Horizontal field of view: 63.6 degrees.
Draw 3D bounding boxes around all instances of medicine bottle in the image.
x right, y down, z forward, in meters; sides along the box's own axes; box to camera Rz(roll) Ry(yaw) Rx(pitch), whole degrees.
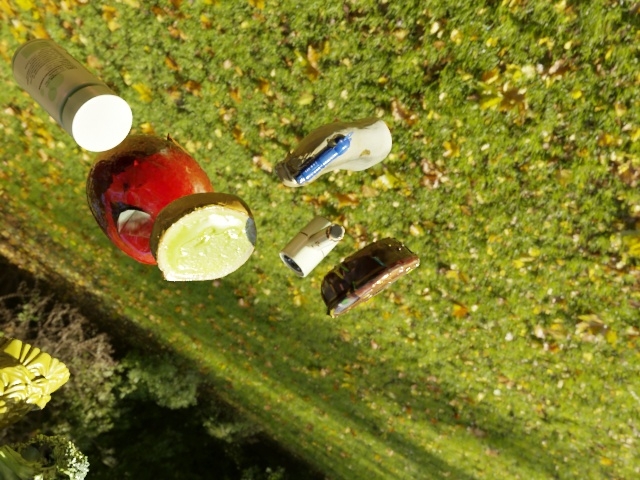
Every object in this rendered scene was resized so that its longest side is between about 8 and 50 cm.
[{"bbox_3d":[-0.352,-0.207,0.726,0.183,0.086,0.086,39,155,24],"label":"medicine bottle"}]

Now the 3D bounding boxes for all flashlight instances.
[{"bbox_3d":[0.004,-0.139,0.847,0.035,0.121,0.057,51,176,3],"label":"flashlight"}]

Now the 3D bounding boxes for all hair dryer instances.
[{"bbox_3d":[0.000,0.000,1.717,0.128,0.203,0.362,47,161,-6],"label":"hair dryer"}]

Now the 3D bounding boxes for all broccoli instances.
[{"bbox_3d":[-0.542,0.452,0.951,0.176,0.198,0.226,30,130,-8],"label":"broccoli"}]

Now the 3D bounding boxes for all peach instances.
[{"bbox_3d":[-0.496,-0.110,1.528,0.335,0.310,0.406,-24,112,19],"label":"peach"}]

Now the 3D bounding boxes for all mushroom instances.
[{"bbox_3d":[0.040,-0.228,1.341,0.126,0.397,0.177,51,125,14],"label":"mushroom"}]

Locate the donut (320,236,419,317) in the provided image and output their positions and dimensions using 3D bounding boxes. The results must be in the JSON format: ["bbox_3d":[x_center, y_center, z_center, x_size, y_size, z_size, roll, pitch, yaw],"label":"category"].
[{"bbox_3d":[0.091,0.078,1.118,0.096,0.216,0.230,60,150,12],"label":"donut"}]

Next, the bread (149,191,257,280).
[{"bbox_3d":[-0.251,-0.003,1.112,0.070,0.236,0.236,57,170,40],"label":"bread"}]

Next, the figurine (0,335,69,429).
[{"bbox_3d":[-0.616,0.348,0.923,0.168,0.315,0.187,-14,131,22],"label":"figurine"}]
